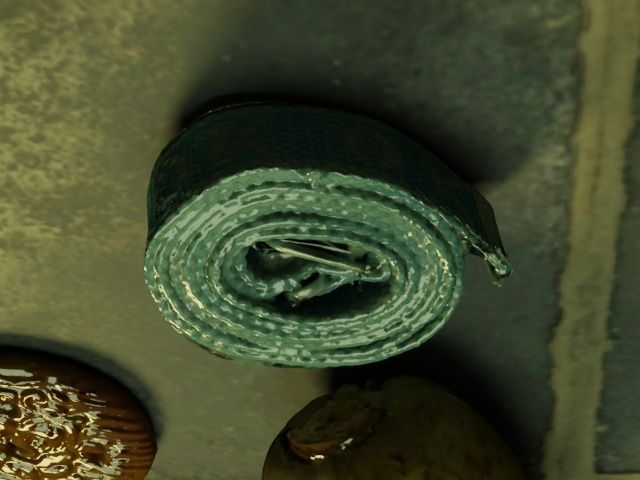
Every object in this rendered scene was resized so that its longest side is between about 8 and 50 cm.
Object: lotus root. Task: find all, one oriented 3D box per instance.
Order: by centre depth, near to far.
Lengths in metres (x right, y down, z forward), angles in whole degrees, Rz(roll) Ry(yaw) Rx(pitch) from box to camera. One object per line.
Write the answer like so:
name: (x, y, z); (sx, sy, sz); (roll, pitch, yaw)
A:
lotus root: (0.068, 0.190, 0.907); (0.160, 0.146, 0.284); (-1, 138, 35)

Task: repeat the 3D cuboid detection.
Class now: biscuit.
biscuit: (-0.204, 0.135, 0.941); (0.187, 0.027, 0.188); (1, 139, 1)

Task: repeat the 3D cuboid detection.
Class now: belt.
belt: (-0.008, -0.002, 0.725); (0.163, 0.082, 0.147); (33, 121, -27)
